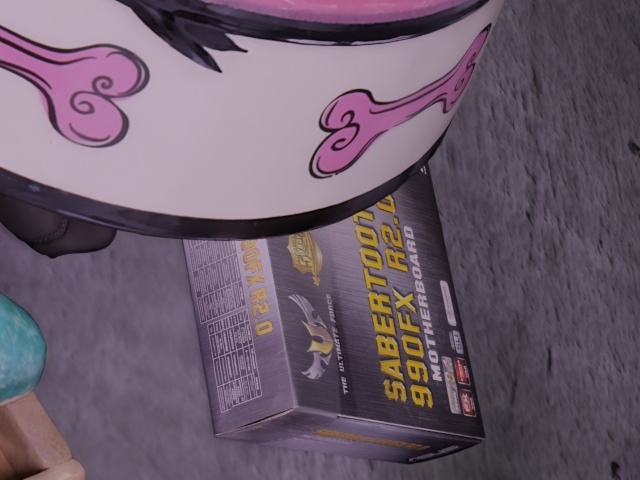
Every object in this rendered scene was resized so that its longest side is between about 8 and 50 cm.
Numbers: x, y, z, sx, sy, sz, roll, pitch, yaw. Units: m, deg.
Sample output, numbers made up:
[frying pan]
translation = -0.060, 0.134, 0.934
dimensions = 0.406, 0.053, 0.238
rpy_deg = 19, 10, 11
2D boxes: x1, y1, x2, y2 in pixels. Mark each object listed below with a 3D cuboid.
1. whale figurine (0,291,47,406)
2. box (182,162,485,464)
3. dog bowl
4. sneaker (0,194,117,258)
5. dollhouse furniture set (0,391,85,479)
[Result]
[whale figurine]
translation = -0.205, -0.036, 0.640
dimensions = 0.272, 0.141, 0.216
rpy_deg = 40, 38, 6
[box]
translation = 0.000, 0.000, 1.087
dimensions = 0.183, 0.056, 0.231
rpy_deg = 17, 56, -53
[dog bowl]
translation = -0.075, -0.206, 0.860
dimensions = 0.408, 0.150, 0.408
rpy_deg = 19, 45, -21
[sneaker]
translation = -0.101, -0.098, 0.972
dimensions = 0.130, 0.109, 0.286
rpy_deg = 63, 37, -26
[dollhouse furniture set]
translation = -0.181, 0.238, 0.648
dimensions = 0.303, 0.198, 0.286
rpy_deg = -22, 60, -31
